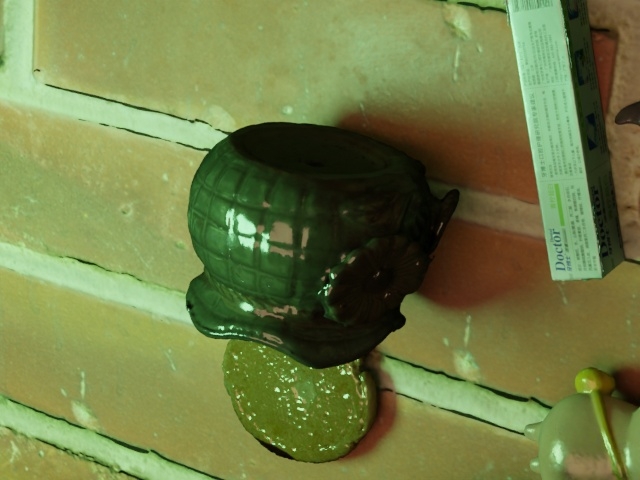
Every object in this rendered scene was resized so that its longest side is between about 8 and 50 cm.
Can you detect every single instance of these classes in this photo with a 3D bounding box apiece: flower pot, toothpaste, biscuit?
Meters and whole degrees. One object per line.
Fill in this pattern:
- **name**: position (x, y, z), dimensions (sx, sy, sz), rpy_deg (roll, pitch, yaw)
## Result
- **flower pot**: position (0.000, 0.000, 1.629), dimensions (0.302, 0.302, 0.213), rpy_deg (18, 113, 25)
- **toothpaste**: position (0.262, -0.127, 1.549), dimensions (0.067, 0.081, 0.336), rpy_deg (-3, 103, 32)
- **biscuit**: position (-0.026, 0.182, 1.842), dimensions (0.226, 0.042, 0.226), rpy_deg (9, 108, 30)

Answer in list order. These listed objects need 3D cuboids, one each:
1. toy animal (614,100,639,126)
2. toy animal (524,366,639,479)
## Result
- **toy animal**: position (0.451, -0.118, 1.394), dimensions (0.206, 0.081, 0.367), rpy_deg (-51, 36, 9)
- **toy animal**: position (0.339, 0.230, 1.583), dimensions (0.248, 0.149, 0.165), rpy_deg (-3, 117, 41)
